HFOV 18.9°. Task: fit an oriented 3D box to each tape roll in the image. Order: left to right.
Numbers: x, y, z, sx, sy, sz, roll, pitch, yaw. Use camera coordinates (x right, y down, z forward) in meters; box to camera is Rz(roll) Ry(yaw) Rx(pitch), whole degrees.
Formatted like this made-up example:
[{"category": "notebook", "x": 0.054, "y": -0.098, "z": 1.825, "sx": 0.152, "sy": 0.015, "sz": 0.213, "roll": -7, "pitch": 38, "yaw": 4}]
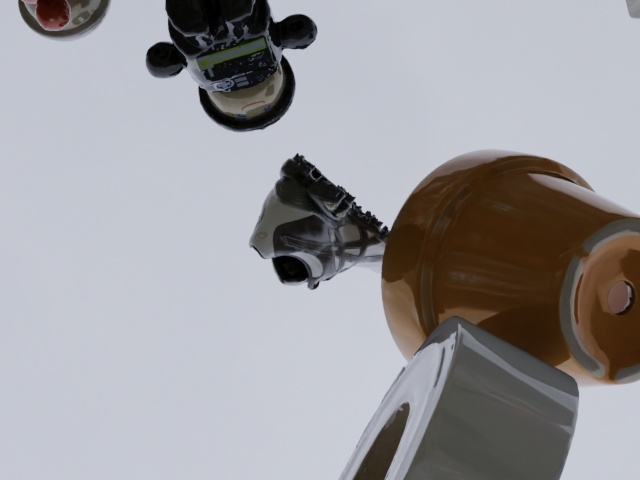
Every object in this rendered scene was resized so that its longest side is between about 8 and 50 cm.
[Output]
[{"category": "tape roll", "x": 0.073, "y": 0.198, "z": 1.377, "sx": 0.100, "sy": 0.286, "sz": 0.286, "roll": 27, "pitch": -120, "yaw": -4}]

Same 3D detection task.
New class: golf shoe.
[{"category": "golf shoe", "x": 0.000, "y": 0.000, "z": 1.587, "sx": 0.077, "sy": 0.198, "sz": 0.094, "roll": 37, "pitch": -89, "yaw": 33}]

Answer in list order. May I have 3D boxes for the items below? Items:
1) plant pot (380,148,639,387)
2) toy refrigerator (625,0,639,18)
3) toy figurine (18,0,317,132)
[{"category": "plant pot", "x": 0.182, "y": 0.037, "z": 1.512, "sx": 0.205, "sy": 0.205, "sz": 0.188, "roll": -44, "pitch": -154, "yaw": -19}, {"category": "toy refrigerator", "x": 0.366, "y": -0.249, "z": 1.470, "sx": 0.270, "sy": 0.102, "sz": 0.094, "roll": -15, "pitch": -169, "yaw": -14}, {"category": "toy figurine", "x": -0.075, "y": -0.192, "z": 1.149, "sx": 0.213, "sy": 0.148, "sz": 0.209, "roll": 25, "pitch": -104, "yaw": 17}]
